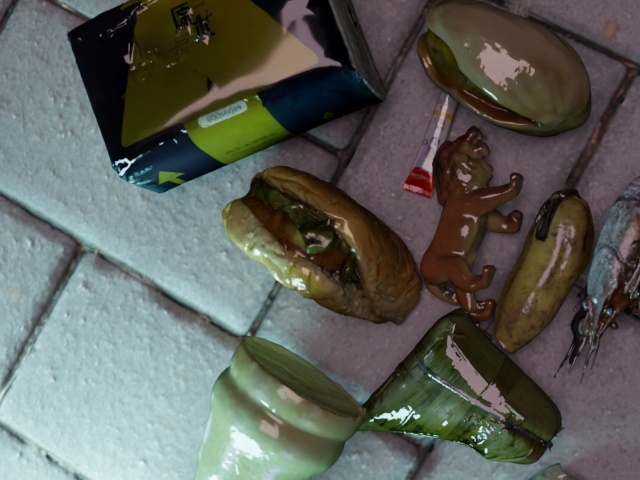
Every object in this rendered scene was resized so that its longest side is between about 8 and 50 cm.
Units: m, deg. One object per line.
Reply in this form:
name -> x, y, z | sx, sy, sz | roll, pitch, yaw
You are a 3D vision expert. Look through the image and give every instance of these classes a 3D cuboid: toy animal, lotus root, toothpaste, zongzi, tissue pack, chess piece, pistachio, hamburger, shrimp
toy animal -> 0.219, -0.018, 1.902 | 0.157, 0.097, 0.312 | 16, 90, 27
lotus root -> 0.334, 0.046, 1.850 | 0.097, 0.110, 0.258 | 25, 97, -6
toothpaste -> 0.180, -0.163, 1.951 | 0.048, 0.031, 0.190 | 19, 91, 15
zongzi -> 0.198, 0.277, 1.860 | 0.251, 0.125, 0.274 | 46, 110, 13
tissue pack -> -0.144, -0.269, 1.929 | 0.416, 0.253, 0.264 | -22, 79, 13
chess piece -> -0.138, 0.383, 1.874 | 0.234, 0.234, 0.442 | 34, 95, 15
pistachio -> 0.282, -0.266, 1.867 | 0.288, 0.166, 0.197 | 38, 54, 10
hamburger -> -0.002, 0.002, 1.888 | 0.330, 0.209, 0.162 | 38, 94, 13
shrimp -> 0.441, 0.058, 1.812 | 0.116, 0.145, 0.343 | 24, 85, 41

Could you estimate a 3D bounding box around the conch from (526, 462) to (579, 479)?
conch -> 0.289, 0.485, 1.763 | 0.303, 0.215, 0.319 | 34, 94, 5
